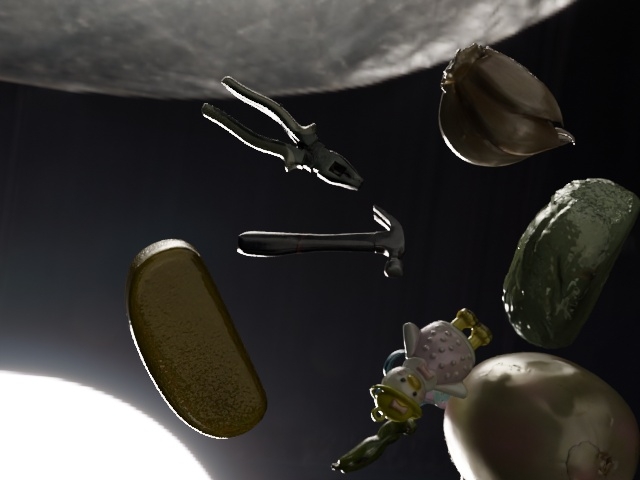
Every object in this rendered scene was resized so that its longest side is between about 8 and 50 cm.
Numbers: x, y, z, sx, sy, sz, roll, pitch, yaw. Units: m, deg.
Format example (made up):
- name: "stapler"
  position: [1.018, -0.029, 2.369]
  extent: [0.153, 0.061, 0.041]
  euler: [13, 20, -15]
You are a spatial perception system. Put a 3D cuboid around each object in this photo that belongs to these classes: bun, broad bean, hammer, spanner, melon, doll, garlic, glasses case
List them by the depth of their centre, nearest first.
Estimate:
- name: "bun"
  position: [0.293, 0.026, 1.164]
  extent: [0.108, 0.221, 0.221]
  euler: [27, -170, 19]
- name: "doll"
  position: [0.143, 0.174, 1.304]
  extent: [0.207, 0.129, 0.081]
  euler: [-39, 177, -23]
- name: "melon"
  position: [0.297, 0.268, 1.334]
  extent: [0.222, 0.223, 0.317]
  euler: [7, -179, -21]
- name: "hammer"
  position: [0.000, 0.000, 1.645]
  extent: [0.289, 0.137, 0.037]
  euler: [1, 139, 8]
- name: "spanner"
  position: [-0.061, -0.181, 1.707]
  extent: [0.324, 0.096, 0.040]
  euler: [33, 171, 14]
- name: "glasses case"
  position: [-0.236, 0.181, 1.726]
  extent: [0.173, 0.371, 0.141]
  euler: [-26, -165, -10]
- name: "garlic"
  position: [0.342, -0.253, 1.845]
  extent: [0.237, 0.292, 0.210]
  euler: [-35, -166, 43]
- name: "broad bean"
  position: [0.111, 0.426, 1.996]
  extent: [0.048, 0.213, 0.070]
  euler: [51, -162, -7]

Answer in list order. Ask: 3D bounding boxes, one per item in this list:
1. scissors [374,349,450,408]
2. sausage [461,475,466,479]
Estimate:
- name: "scissors"
  position: [0.224, 0.279, 1.779]
  extent: [0.256, 0.125, 0.030]
  euler: [14, -174, -22]
- name: "sausage"
  position: [0.413, 0.462, 2.363]
  extent: [0.121, 0.304, 0.121]
  euler: [9, 147, 6]
